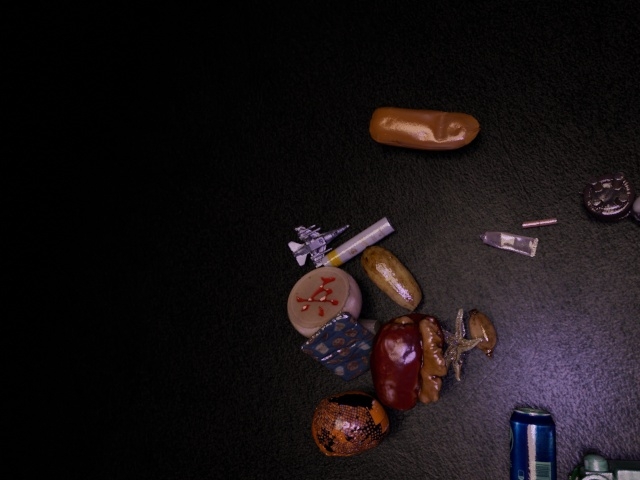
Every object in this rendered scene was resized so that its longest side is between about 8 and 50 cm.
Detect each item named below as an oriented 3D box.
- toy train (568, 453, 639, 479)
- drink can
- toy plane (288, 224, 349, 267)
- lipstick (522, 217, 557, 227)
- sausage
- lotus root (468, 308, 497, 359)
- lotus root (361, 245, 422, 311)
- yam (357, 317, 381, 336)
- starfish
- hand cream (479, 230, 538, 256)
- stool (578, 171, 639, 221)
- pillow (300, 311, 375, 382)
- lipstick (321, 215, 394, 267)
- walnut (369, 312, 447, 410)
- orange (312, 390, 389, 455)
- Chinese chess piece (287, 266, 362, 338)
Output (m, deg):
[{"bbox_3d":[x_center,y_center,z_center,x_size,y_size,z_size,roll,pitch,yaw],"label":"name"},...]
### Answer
[{"bbox_3d":[0.728,0.663,1.178,0.202,0.145,0.266,-7,77,19],"label":"toy train"},{"bbox_3d":[0.564,0.556,1.289,0.118,0.118,0.205,0,78,24],"label":"drink can"},{"bbox_3d":[-0.008,0.006,1.681,0.234,0.082,0.160,-27,96,17],"label":"toy plane"},{"bbox_3d":[0.648,-0.052,1.438,0.094,0.019,0.019,-8,76,22],"label":"lipstick"},{"bbox_3d":[0.341,-0.362,1.590,0.354,0.116,0.134,13,70,23],"label":"sausage"},{"bbox_3d":[0.476,0.273,1.418,0.072,0.063,0.152,-23,68,30],"label":"lotus root"},{"bbox_3d":[0.225,0.112,1.549,0.110,0.097,0.258,-45,69,6],"label":"lotus root"},{"bbox_3d":[0.108,0.283,1.577,0.169,0.068,0.068,3,80,25],"label":"yam"},{"bbox_3d":[0.408,0.304,1.425,0.176,0.053,0.208,-24,64,58],"label":"starfish"},{"bbox_3d":[0.563,0.004,1.462,0.165,0.037,0.057,14,84,18],"label":"hand cream"},{"bbox_3d":[0.818,-0.112,1.324,0.217,0.121,0.125,26,88,31],"label":"stool"},{"bbox_3d":[0.081,0.334,1.495,0.189,0.255,0.034,-38,31,13],"label":"pillow"},{"bbox_3d":[0.126,0.013,1.632,0.264,0.059,0.059,-34,68,14],"label":"lipstick"},{"bbox_3d":[0.271,0.352,1.409,0.244,0.222,0.269,-1,95,47],"label":"walnut"},{"bbox_3d":[0.088,0.543,1.437,0.234,0.234,0.182,-15,57,20],"label":"orange"},{"bbox_3d":[0.014,0.203,1.570,0.250,0.103,0.249,-19,45,20],"label":"Chinese chess piece"}]
